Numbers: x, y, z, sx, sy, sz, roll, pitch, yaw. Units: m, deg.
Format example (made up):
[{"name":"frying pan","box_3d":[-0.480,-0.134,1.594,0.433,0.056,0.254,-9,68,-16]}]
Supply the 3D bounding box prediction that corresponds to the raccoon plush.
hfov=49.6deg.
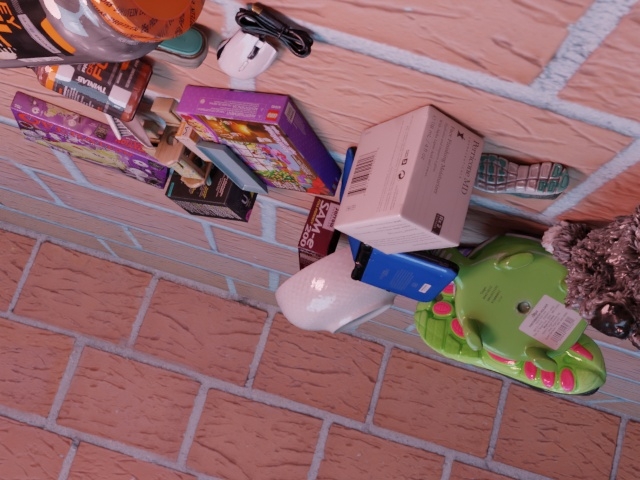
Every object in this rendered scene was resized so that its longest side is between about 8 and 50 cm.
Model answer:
[{"name":"raccoon plush","box_3d":[0.475,-0.037,1.026,0.216,0.299,0.446,7,-158,-23]}]

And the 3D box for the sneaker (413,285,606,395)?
[{"name":"sneaker","box_3d":[0.412,0.237,1.575,0.483,0.185,0.202,26,170,43]}]

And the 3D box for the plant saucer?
[{"name":"plant saucer","box_3d":[-0.164,-0.138,1.317,0.067,0.018,0.192,13,166,26]}]

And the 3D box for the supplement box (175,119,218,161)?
[{"name":"supplement box","box_3d":[-0.222,-0.197,1.302,0.036,0.062,0.098,9,164,31]}]

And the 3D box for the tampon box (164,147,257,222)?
[{"name":"tampon box","box_3d":[-0.223,-0.119,1.469,0.161,0.120,0.101,9,163,28]}]

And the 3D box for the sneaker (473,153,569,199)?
[{"name":"sneaker","box_3d":[0.307,-0.091,1.101,0.166,0.065,0.076,13,169,21]}]

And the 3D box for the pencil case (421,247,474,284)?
[{"name":"pencil case","box_3d":[0.306,0.059,1.599,0.088,0.086,0.206,-16,-169,-37]}]

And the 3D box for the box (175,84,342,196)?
[{"name":"box","box_3d":[-0.101,-0.174,1.258,0.201,0.057,0.293,11,164,24]}]

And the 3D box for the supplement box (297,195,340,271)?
[{"name":"supplement box","box_3d":[0.000,0.000,1.631,0.073,0.130,0.239,18,164,4]}]

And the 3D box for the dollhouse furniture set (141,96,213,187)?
[{"name":"dollhouse furniture set","box_3d":[-0.321,-0.192,1.352,0.161,0.101,0.182,10,164,25]}]

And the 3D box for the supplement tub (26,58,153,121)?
[{"name":"supplement tub","box_3d":[-0.380,-0.275,1.115,0.198,0.106,0.106,22,164,-19]}]

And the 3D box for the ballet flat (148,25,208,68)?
[{"name":"ballet flat","box_3d":[-0.264,-0.296,0.981,0.213,0.072,0.068,19,169,-9]}]

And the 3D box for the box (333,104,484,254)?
[{"name":"box","box_3d":[0.134,-0.086,1.071,0.119,0.181,0.182,24,163,-27]}]

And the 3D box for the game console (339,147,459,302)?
[{"name":"game console","box_3d":[0.136,-0.017,1.318,0.250,0.173,0.293,18,166,3]}]

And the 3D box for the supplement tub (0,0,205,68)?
[{"name":"supplement tub","box_3d":[-0.292,-0.295,0.775,0.316,0.193,0.193,6,162,33]}]

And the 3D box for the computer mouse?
[{"name":"computer mouse","box_3d":[-0.095,-0.261,0.969,0.106,0.042,0.193,22,164,-23]}]

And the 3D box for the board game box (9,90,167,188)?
[{"name":"board game box","box_3d":[-0.512,-0.220,1.580,0.347,0.056,0.208,20,161,-10]}]

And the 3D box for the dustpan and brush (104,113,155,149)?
[{"name":"dustpan and brush","box_3d":[-0.397,-0.254,1.273,0.147,0.060,0.211,31,150,53]}]

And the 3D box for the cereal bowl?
[{"name":"cereal bowl","box_3d":[0.071,0.121,1.621,0.339,0.141,0.339,-25,167,-6]}]

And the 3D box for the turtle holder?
[{"name":"turtle holder","box_3d":[0.359,0.099,1.373,0.320,0.243,0.227,2,-160,8]}]
